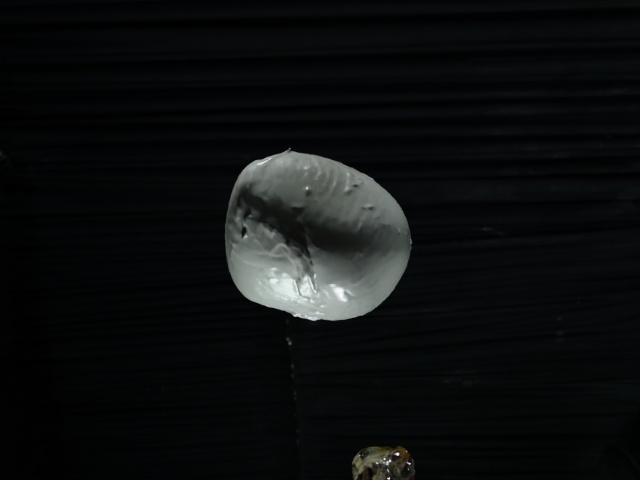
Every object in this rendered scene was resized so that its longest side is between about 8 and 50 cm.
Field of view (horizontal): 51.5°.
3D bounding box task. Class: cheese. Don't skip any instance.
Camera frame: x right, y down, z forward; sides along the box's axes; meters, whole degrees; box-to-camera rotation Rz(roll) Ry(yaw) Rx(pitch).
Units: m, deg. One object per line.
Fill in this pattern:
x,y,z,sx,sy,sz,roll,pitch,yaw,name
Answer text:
0.000,0.000,0.708,0.154,0.189,0.198,-60,-11,-29,cheese

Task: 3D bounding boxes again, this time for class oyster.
0.034,0.170,0.434,0.019,0.054,0.083,42,-136,-27,oyster
